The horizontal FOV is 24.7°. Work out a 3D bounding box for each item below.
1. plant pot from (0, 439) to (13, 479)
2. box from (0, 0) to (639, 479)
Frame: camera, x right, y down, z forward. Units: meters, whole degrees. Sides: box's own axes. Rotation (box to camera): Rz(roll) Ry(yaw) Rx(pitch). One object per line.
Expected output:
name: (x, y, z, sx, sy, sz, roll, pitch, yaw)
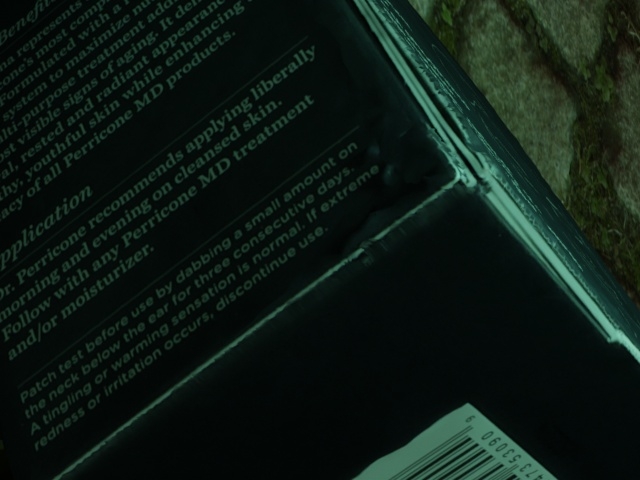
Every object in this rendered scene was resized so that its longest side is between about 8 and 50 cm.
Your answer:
plant pot: (-0.195, 0.235, 0.903, 0.187, 0.212, 0.212, 15, 68, -67)
box: (0.000, 0.000, 0.997, 0.480, 0.297, 0.472, 42, 16, -47)
